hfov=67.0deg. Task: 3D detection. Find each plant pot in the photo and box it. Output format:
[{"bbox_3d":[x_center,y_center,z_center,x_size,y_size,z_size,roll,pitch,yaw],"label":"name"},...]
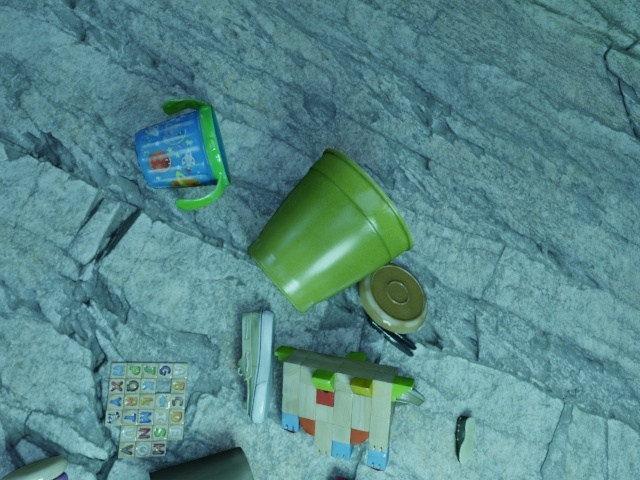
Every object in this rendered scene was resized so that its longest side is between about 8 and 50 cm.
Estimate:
[{"bbox_3d":[0.225,0.161,1.443,0.236,0.032,0.237,14,53,-19],"label":"plant pot"},{"bbox_3d":[0.000,0.000,1.336,0.353,0.366,0.367,-40,88,-7],"label":"plant pot"}]

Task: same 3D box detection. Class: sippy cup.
[{"bbox_3d":[-0.388,-0.247,1.362,0.223,0.306,0.240,-12,123,-5],"label":"sippy cup"}]

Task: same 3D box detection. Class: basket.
[{"bbox_3d":[-0.284,0.620,1.196,0.226,0.204,0.154,-16,121,-23],"label":"basket"}]

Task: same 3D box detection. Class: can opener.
[{"bbox_3d":[0.215,0.281,1.445,0.186,0.073,0.059,47,63,-8],"label":"can opener"}]

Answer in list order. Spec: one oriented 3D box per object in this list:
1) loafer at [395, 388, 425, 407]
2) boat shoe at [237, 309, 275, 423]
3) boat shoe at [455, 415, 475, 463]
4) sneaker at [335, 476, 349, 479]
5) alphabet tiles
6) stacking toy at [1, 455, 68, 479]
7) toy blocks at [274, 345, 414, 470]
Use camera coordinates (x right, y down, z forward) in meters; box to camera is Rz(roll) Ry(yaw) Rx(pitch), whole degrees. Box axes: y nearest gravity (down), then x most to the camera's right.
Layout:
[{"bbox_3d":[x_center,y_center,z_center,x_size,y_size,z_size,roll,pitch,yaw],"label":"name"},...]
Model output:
[{"bbox_3d":[0.174,0.442,1.386,0.250,0.094,0.088,14,83,1],"label":"loafer"},{"bbox_3d":[-0.179,0.341,1.329,0.093,0.109,0.303,1,67,3],"label":"boat shoe"},{"bbox_3d":[0.423,0.587,1.427,0.048,0.042,0.133,23,72,-28],"label":"boat shoe"},{"bbox_3d":[0.000,0.764,1.261,0.299,0.121,0.112,-42,59,-17],"label":"sneaker"},{"bbox_3d":[-0.460,0.445,1.278,0.198,0.009,0.238,3,75,-12],"label":"alphabet tiles"},{"bbox_3d":[-0.636,0.691,1.126,0.141,0.141,0.331,-13,86,-15],"label":"stacking toy"},{"bbox_3d":[0.047,0.450,1.282,0.380,0.190,0.261,7,102,17],"label":"toy blocks"}]
